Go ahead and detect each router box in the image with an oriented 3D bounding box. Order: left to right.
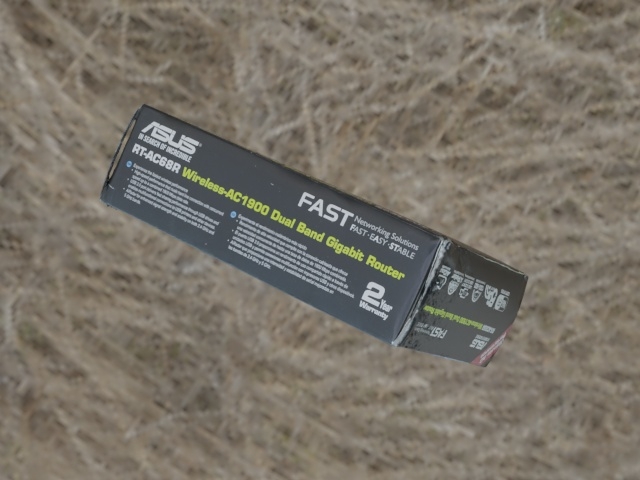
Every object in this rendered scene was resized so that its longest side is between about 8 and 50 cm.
[{"bbox_3d":[0.000,0.000,0.511,0.122,0.038,0.092,25,-179,26],"label":"router box"}]
